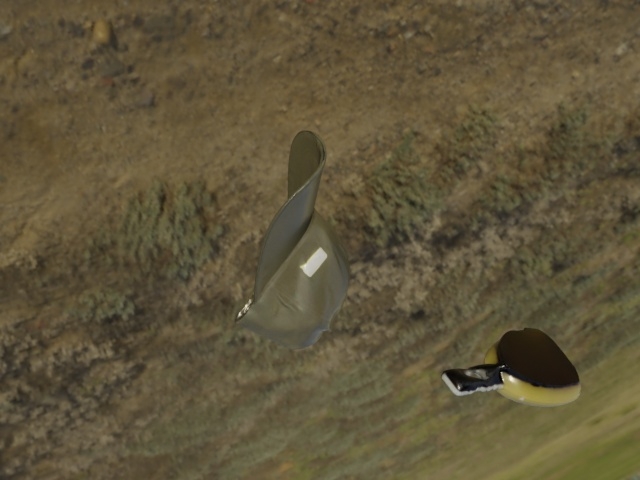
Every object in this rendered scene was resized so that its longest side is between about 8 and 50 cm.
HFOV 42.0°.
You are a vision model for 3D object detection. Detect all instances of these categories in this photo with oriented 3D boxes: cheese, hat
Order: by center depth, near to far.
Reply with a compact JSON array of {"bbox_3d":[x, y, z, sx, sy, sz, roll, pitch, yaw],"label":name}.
[{"bbox_3d":[0.179,0.128,0.799,0.162,0.086,0.036,0,134,-40],"label":"cheese"},{"bbox_3d":[0.000,0.000,0.810,0.144,0.166,0.173,31,135,-17],"label":"hat"}]
